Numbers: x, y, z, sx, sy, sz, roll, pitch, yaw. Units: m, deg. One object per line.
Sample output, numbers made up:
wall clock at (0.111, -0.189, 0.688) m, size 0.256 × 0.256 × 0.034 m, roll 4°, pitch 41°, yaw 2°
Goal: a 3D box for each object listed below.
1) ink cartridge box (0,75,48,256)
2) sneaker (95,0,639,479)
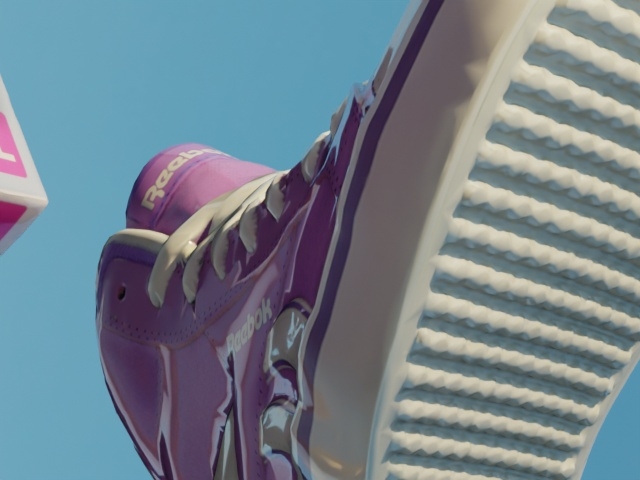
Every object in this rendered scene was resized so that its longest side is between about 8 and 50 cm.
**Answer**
ink cartridge box at (-0.265, -0.139, 0.967) m, size 0.065 × 0.186 × 0.311 m, roll -43°, pitch -123°, yaw 27°
sneaker at (-0.001, 0.001, 0.486) m, size 0.161 × 0.102 × 0.282 m, roll 49°, pitch -38°, yaw 31°
